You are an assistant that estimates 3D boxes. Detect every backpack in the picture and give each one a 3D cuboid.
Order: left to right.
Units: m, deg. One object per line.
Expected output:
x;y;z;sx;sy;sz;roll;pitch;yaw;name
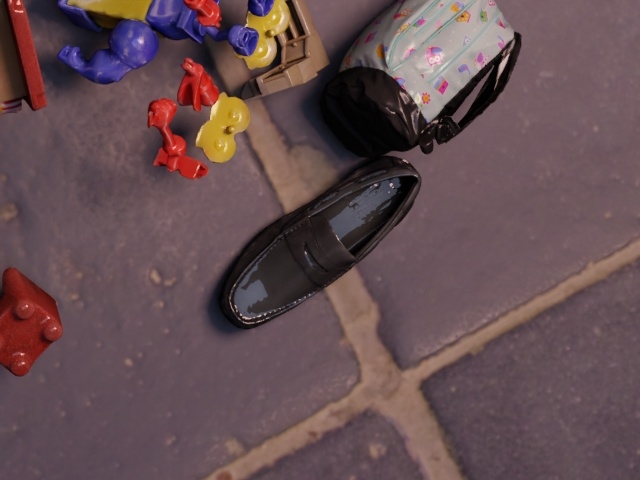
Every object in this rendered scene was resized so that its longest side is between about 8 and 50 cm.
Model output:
0.095;-0.165;1.796;0.182;0.152;0.115;-45;113;-20;backpack

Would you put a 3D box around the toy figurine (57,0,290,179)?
-0.145;-0.258;1.706;0.217;0.191;0.363;20;85;20;toy figurine

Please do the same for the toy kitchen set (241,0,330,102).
-0.048;-0.173;1.797;0.068;0.083;0.075;-17;101;29;toy kitchen set

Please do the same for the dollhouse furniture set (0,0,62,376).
-0.332;-0.043;1.710;0.201;0.152;0.374;-15;115;-14;dollhouse furniture set

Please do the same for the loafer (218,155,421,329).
0.000;0.000;1.815;0.223;0.078;0.076;-39;102;-9;loafer
